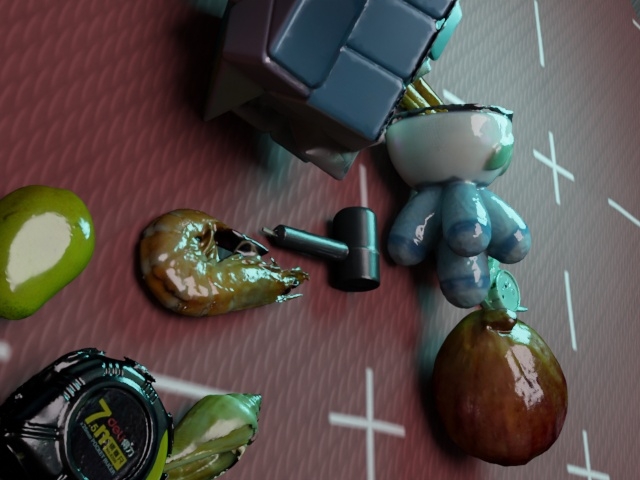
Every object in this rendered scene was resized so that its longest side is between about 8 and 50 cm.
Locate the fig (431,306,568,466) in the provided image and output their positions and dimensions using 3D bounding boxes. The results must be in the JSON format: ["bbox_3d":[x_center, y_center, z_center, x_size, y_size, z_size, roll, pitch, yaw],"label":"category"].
[{"bbox_3d":[0.295,0.238,1.594,0.224,0.224,0.263,-24,90,-52],"label":"fig"}]

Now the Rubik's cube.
[{"bbox_3d":[0.002,-0.298,1.353,0.358,0.368,0.387,34,85,-37],"label":"Rubik's cube"}]

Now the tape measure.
[{"bbox_3d":[-0.250,0.219,1.022,0.186,0.112,0.199,-44,115,-42],"label":"tape measure"}]

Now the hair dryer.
[{"bbox_3d":[0.000,0.000,1.459,0.219,0.071,0.124,13,63,-38],"label":"hair dryer"}]

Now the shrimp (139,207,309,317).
[{"bbox_3d":[-0.126,0.027,1.296,0.287,0.063,0.152,0,64,-49],"label":"shrimp"}]

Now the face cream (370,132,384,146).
[{"bbox_3d":[0.061,-0.289,1.629,0.082,0.082,0.269,6,70,-49],"label":"face cream"}]

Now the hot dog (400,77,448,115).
[{"bbox_3d":[0.187,-0.252,1.786,0.188,0.055,0.072,45,48,-29],"label":"hot dog"}]

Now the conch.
[{"bbox_3d":[-0.133,0.243,1.179,0.201,0.079,0.095,-39,119,-33],"label":"conch"}]

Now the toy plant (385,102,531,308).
[{"bbox_3d":[0.230,-0.049,1.643,0.247,0.247,0.332,8,76,-49],"label":"toy plant"}]

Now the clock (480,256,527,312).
[{"bbox_3d":[0.346,0.103,1.840,0.135,0.041,0.101,52,42,-22],"label":"clock"}]

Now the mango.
[{"bbox_3d":[-0.315,0.006,1.046,0.117,0.089,0.163,57,41,-16],"label":"mango"}]
